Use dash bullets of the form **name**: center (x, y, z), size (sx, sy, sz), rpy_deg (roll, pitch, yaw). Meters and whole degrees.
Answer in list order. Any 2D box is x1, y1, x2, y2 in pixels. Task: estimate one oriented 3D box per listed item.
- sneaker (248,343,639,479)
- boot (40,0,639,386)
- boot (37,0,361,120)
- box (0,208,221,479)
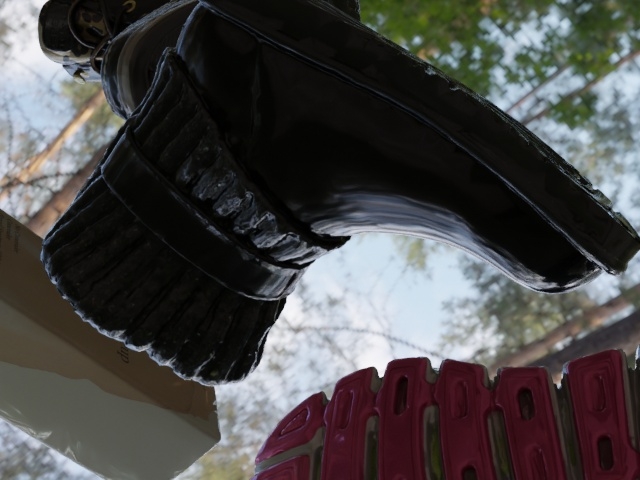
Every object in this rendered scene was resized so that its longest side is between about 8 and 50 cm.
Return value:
- **sneaker**: center (0.065, 0.070, 0.338), size (0.075, 0.170, 0.063), rpy_deg (59, -155, -46)
- **boot**: center (0.001, 0.000, 0.775), size (0.348, 0.260, 0.131), rpy_deg (35, -167, 23)
- **boot**: center (-0.158, -0.194, 1.184), size (0.377, 0.284, 0.138), rpy_deg (-39, -50, -52)
- **box**: center (-0.254, 0.119, 1.223), size (0.311, 0.121, 0.148), rpy_deg (39, -160, -33)
